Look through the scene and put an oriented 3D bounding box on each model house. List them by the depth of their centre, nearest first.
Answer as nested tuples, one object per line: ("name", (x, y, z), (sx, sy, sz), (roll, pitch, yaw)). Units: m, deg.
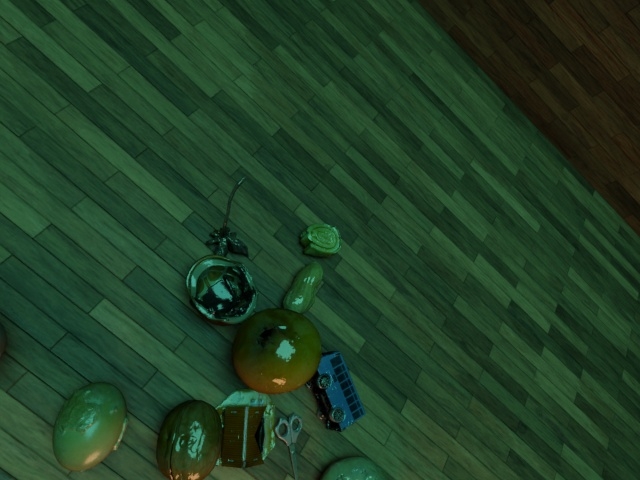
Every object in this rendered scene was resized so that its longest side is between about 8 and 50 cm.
("model house", (-0.204, 0.530, 1.196), (0.207, 0.136, 0.220), (11, 69, -23))

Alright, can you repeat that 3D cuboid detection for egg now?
("egg", (-0.565, 0.451, 1.028), (0.164, 0.164, 0.202), (19, 58, -20))

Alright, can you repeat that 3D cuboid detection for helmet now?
("helmet", (-0.303, 0.163, 1.277), (0.224, 0.130, 0.198), (45, 54, 8))

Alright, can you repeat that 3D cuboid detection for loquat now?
("loquat", (-0.126, 0.325, 1.232), (0.262, 0.263, 0.263), (9, 69, -24))

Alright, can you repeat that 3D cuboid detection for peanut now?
("peanut", (-0.053, 0.163, 1.423), (0.098, 0.090, 0.214), (27, 63, -2))

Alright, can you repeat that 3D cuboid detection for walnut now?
("walnut", (-0.345, 0.531, 1.111), (0.167, 0.167, 0.207), (16, 62, -21))

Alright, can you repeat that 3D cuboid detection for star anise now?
("star anise", (-0.269, -0.051, 1.326), (0.148, 0.227, 0.219), (15, 55, -14))

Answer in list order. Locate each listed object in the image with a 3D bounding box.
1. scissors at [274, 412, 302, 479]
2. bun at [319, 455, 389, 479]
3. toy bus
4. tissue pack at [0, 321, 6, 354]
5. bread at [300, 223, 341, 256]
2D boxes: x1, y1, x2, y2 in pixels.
("scissors", (-0.087, 0.634, 1.285), (0.100, 0.015, 0.189), (-2, 79, -38))
("bun", (0.121, 0.806, 1.258), (0.287, 0.146, 0.288), (8, 72, -25))
("toy bus", (0.039, 0.473, 1.350), (0.133, 0.116, 0.234), (-19, 84, -30))
("tissue pack", (-0.867, 0.271, 0.900), (0.236, 0.229, 0.333), (41, 60, -8))
("bread", (0.000, 0.000, 1.521), (0.156, 0.064, 0.118), (9, 65, -22))
